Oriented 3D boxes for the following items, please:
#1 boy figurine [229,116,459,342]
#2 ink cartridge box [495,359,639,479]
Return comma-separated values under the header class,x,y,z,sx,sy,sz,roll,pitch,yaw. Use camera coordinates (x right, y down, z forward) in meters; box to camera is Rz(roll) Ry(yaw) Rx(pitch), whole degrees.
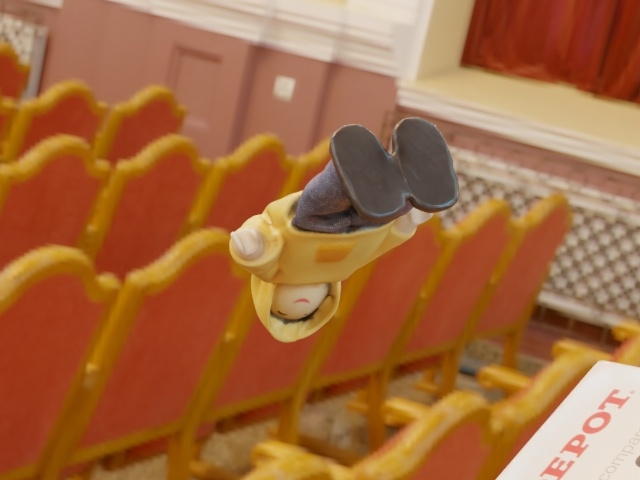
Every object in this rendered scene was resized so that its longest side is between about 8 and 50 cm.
class,x,y,z,sx,sy,sz,roll,pitch,yaw
boy figurine,0.000,0.000,1.176,0.177,0.092,0.285,-8,-22,-29
ink cartridge box,0.149,0.145,0.459,0.172,0.100,0.237,-43,30,-28
